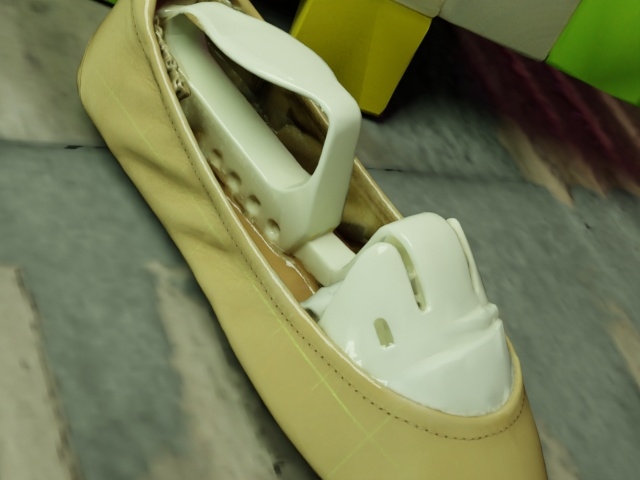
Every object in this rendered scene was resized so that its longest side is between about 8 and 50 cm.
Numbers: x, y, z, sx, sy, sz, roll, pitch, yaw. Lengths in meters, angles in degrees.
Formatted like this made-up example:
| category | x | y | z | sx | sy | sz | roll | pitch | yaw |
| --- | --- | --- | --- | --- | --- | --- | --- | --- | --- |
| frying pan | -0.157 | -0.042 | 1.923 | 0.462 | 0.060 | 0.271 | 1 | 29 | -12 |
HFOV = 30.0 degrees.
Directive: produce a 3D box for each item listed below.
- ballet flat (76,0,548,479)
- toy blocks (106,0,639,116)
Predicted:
| category | x | y | z | sx | sy | sz | roll | pitch | yaw |
| --- | --- | --- | --- | --- | --- | --- | --- | --- | --- |
| ballet flat | 0.000 | 0.000 | 0.362 | 0.080 | 0.073 | 0.232 | -19 | 62 | -45 |
| toy blocks | -0.023 | -0.223 | 0.531 | 0.382 | 0.190 | 0.261 | 22 | 28 | -14 |
